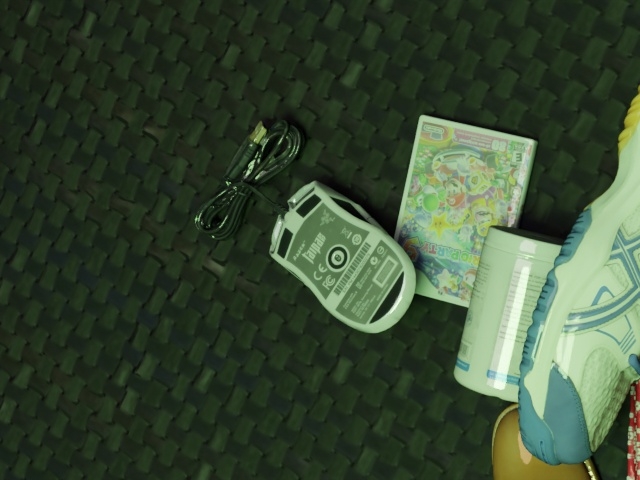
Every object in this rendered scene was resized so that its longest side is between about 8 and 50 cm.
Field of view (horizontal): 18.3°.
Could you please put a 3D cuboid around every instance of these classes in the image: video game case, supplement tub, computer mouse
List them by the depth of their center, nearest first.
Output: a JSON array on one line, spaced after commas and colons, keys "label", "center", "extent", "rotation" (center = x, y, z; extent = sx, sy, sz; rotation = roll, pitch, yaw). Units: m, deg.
[{"label": "supplement tub", "center": [0.132, 0.049, 1.315], "extent": [0.071, 0.071, 0.107], "rotation": [17, 97, 26]}, {"label": "video game case", "center": [0.096, -0.018, 1.366], "extent": [0.087, 0.011, 0.122], "rotation": [15, 96, 26]}, {"label": "computer mouse", "center": [0.000, 0.000, 1.393], "extent": [0.193, 0.042, 0.106], "rotation": [41, 102, 32]}]

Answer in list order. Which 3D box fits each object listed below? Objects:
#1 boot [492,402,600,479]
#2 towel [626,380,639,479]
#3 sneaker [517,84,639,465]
[{"label": "boot", "center": [0.130, 0.202, 1.269], "extent": [0.073, 0.152, 0.197], "rotation": [-16, 83, 26]}, {"label": "towel", "center": [0.287, 0.181, 1.259], "extent": [0.199, 0.031, 0.275], "rotation": [1, 90, 26]}, {"label": "sneaker", "center": [0.224, 0.014, 1.229], "extent": [0.131, 0.112, 0.296], "rotation": [24, 89, 19]}]
